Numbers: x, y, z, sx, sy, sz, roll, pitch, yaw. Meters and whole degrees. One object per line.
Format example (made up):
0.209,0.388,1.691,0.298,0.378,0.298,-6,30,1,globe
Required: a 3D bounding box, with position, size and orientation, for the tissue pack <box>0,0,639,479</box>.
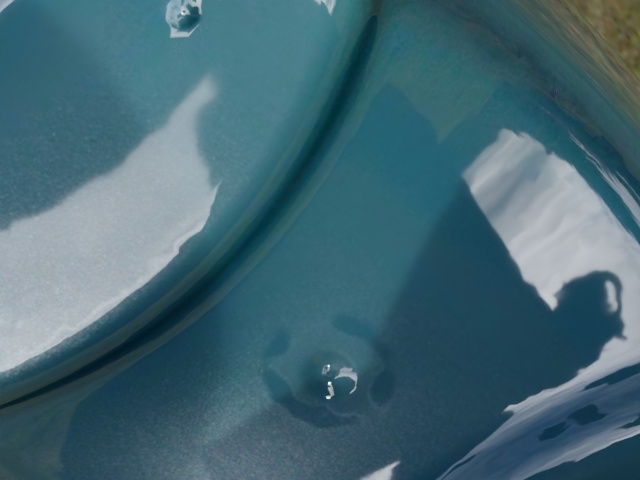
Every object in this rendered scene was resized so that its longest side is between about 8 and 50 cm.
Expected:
0.000,0.000,0.508,0.198,0.287,0.206,-43,18,14,tissue pack
